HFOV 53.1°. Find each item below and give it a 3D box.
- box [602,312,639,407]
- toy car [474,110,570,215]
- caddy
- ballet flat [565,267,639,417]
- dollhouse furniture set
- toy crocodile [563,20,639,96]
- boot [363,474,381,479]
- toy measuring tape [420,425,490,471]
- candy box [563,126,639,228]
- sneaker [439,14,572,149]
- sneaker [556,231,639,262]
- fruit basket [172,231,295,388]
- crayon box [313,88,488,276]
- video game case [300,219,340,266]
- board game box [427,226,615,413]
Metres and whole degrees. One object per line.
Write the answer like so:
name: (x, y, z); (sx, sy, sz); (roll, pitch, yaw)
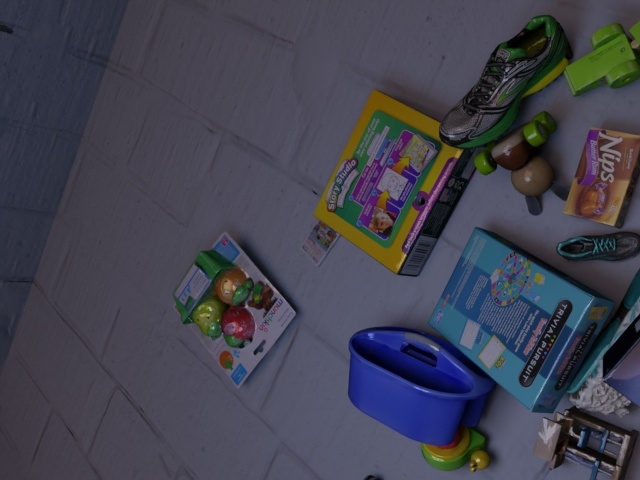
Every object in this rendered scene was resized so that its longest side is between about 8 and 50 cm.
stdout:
box: (0.662, 0.185, 1.003); (0.294, 0.183, 0.296); (37, 107, 17)
toy car: (0.456, -0.152, 1.379); (0.155, 0.149, 0.188); (-32, 94, 40)
caddy: (0.217, 0.294, 1.420); (0.341, 0.241, 0.179); (20, 112, 38)
ballet flat: (0.617, 0.161, 1.211); (0.147, 0.147, 0.408); (39, 112, 35)
dollhouse furniture set: (0.500, 0.411, 1.222); (0.129, 0.184, 0.128); (18, 97, 39)
toy crocodile: (0.643, -0.395, 1.253); (0.341, 0.105, 0.115); (-33, 66, 37)
boot: (0.047, 0.668, 1.627); (0.179, 0.085, 0.236); (27, 103, 40)
toy measuring tape: (0.236, 0.432, 1.473); (0.330, 0.121, 0.121); (27, 103, 37)
candy box: (0.579, -0.128, 1.299); (0.109, 0.053, 0.186); (22, 100, 38)
sneaker: (0.376, -0.341, 1.369); (0.343, 0.146, 0.134); (-47, 51, 4)
sneaker: (0.555, 0.016, 1.287); (0.167, 0.076, 0.064); (-12, 79, 38)
fruit basket: (-0.273, 0.205, 1.886); (0.353, 0.165, 0.327); (50, 115, 28)
crayon box: (0.184, -0.144, 1.586); (0.313, 0.106, 0.362); (37, 108, 37)
video game case: (0.000, 0.000, 1.780); (0.087, 0.011, 0.122); (47, 114, 33)
board game box: (0.400, 0.155, 1.339); (0.336, 0.079, 0.253); (42, 112, 52)
